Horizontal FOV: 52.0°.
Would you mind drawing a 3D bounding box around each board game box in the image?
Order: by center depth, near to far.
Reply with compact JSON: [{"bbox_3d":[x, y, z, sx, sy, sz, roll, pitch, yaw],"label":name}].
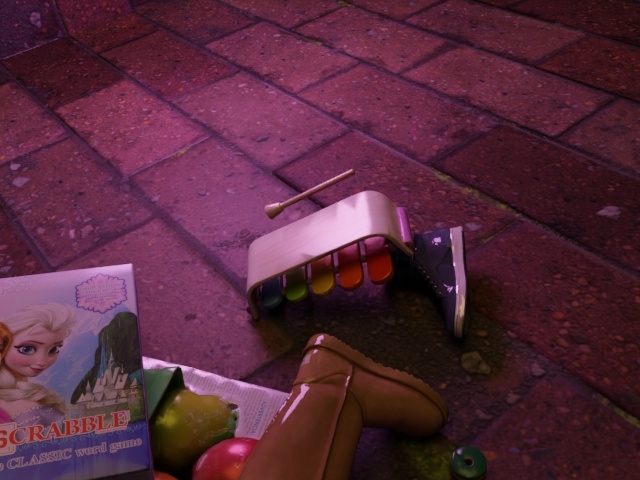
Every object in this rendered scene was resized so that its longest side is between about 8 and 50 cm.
[{"bbox_3d":[-0.376,0.177,0.795,0.319,0.066,0.318,-7,46,-15],"label":"board game box"}]

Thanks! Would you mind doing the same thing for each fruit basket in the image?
[{"bbox_3d":[-0.161,0.318,0.852,0.353,0.165,0.327,16,44,5],"label":"fruit basket"}]

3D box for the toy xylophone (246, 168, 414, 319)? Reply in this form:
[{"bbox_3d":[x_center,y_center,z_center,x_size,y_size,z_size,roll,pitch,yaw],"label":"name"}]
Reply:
[{"bbox_3d":[0.000,0.000,1.135,0.323,0.081,0.236,-18,40,22],"label":"toy xylophone"}]

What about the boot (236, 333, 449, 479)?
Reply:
[{"bbox_3d":[0.033,0.275,0.829,0.236,0.089,0.269,27,43,-1],"label":"boot"}]

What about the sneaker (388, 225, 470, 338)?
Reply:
[{"bbox_3d":[0.166,0.073,1.098,0.164,0.086,0.226,-4,43,10],"label":"sneaker"}]

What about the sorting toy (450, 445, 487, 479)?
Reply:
[{"bbox_3d":[0.210,0.376,0.760,0.132,0.046,0.274,3,41,14],"label":"sorting toy"}]
